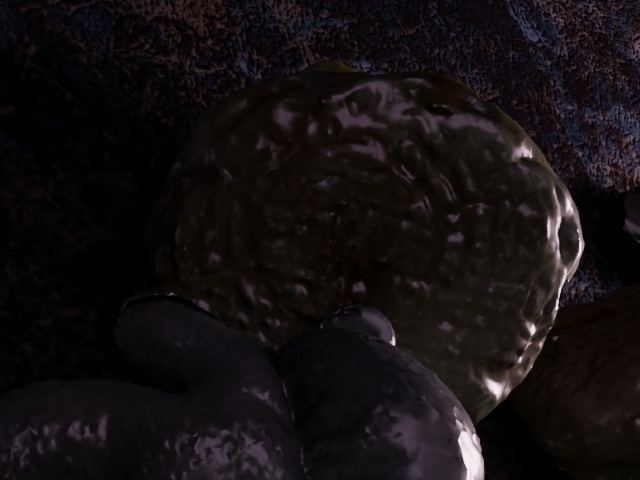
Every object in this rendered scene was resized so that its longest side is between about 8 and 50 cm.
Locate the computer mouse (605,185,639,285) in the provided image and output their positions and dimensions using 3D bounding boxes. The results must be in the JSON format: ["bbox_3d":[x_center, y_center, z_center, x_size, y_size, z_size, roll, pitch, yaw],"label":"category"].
[{"bbox_3d":[0.390,0.045,1.671,0.264,0.088,0.147,54,32,6],"label":"computer mouse"}]

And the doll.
[{"bbox_3d":[-0.064,0.149,0.992,0.340,0.158,0.245,-13,67,-19],"label":"doll"}]

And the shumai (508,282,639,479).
[{"bbox_3d":[0.327,0.181,1.421,0.346,0.217,0.283,-27,104,-49],"label":"shumai"}]

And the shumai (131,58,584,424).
[{"bbox_3d":[0.000,0.000,1.202,0.309,0.304,0.263,38,3,-21],"label":"shumai"}]
